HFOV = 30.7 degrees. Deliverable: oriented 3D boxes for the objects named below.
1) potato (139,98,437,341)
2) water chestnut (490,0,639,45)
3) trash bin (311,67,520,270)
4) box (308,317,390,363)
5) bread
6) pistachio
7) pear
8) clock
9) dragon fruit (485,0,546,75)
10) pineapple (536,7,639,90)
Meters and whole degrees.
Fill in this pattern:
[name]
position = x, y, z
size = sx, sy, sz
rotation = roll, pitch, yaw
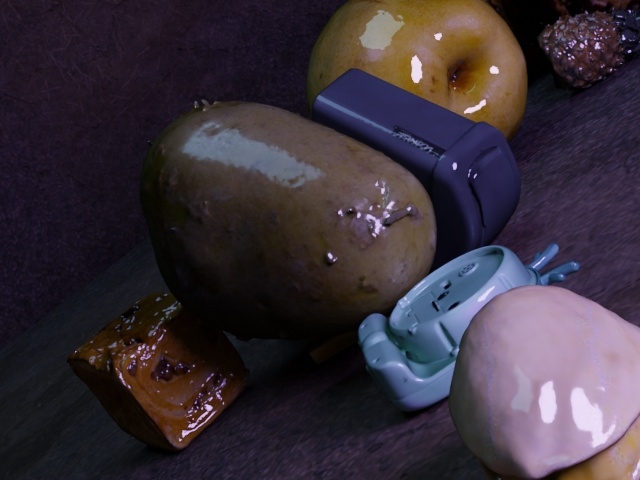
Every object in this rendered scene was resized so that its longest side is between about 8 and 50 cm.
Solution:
[potato]
position = -0.038, -0.007, 1.257
size = 0.359, 0.269, 0.219
rotation = 21, 42, 36
[water chestnut]
position = 0.374, -0.425, 1.744
size = 0.300, 0.300, 0.300
rotation = -34, 12, 8
[trash bin]
position = 0.105, -0.075, 1.304
size = 0.101, 0.236, 0.176
rotation = -43, -29, -30
[box]
position = 0.055, 0.085, 1.319
size = 0.149, 0.020, 0.073
rotation = -32, 11, 15
[bread]
position = -0.191, 0.158, 1.397
size = 0.149, 0.158, 0.143
rotation = -37, 20, -28
[pistachio]
position = 0.155, 0.097, 0.767
size = 0.145, 0.117, 0.200
rotation = -28, 14, 11
[pear]
position = 0.130, -0.212, 1.595
size = 0.314, 0.314, 0.314
rotation = -34, 12, 8
[clock]
position = 0.136, 0.064, 1.072
size = 0.211, 0.066, 0.159
rotation = -34, 13, 2
[dragon fruit]
position = 0.273, -0.363, 1.935
size = 0.293, 0.233, 0.234
rotation = -20, 10, -7
[pineapple]
position = 0.403, -0.283, 1.607
size = 0.198, 0.108, 0.108
rotation = -23, 15, 18
